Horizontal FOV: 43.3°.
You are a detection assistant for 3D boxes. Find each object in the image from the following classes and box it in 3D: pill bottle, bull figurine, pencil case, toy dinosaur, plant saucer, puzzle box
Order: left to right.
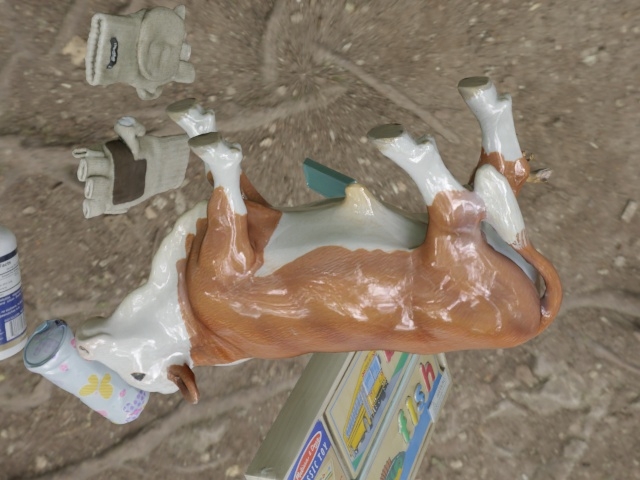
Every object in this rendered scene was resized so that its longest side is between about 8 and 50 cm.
[{"bbox_3d":[-0.360,0.035,0.832,0.094,0.094,0.169,-1,107,-1],"label":"pill bottle"},{"bbox_3d":[-0.468,0.266,1.626,0.113,0.124,0.273,-48,129,-7],"label":"pencil case"},{"bbox_3d":[-0.011,0.009,0.504,0.311,0.101,0.188,-5,121,8],"label":"bull figurine"},{"bbox_3d":[0.019,-0.107,1.558,0.018,0.192,0.067,-24,118,-23],"label":"plant saucer"},{"bbox_3d":[0.061,0.226,1.022,0.052,0.409,0.272,-1,127,30],"label":"puzzle box"},{"bbox_3d":[0.344,-0.146,1.564,0.064,0.212,0.112,-20,109,-34],"label":"toy dinosaur"}]

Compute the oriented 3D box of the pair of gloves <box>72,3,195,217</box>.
[{"bbox_3d":[-0.210,-0.147,0.919,0.042,0.204,0.240,18,115,18],"label":"pair of gloves"}]
